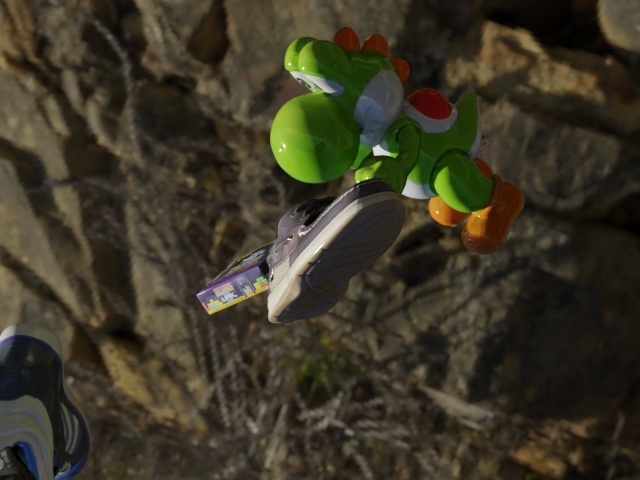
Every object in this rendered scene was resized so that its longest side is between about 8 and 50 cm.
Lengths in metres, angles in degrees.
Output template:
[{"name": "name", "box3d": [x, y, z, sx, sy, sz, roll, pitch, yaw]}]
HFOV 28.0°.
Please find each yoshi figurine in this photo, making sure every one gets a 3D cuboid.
[{"name": "yoshi figurine", "box3d": [0.072, -0.101, 1.602, 0.362, 0.203, 0.203, 35, 137, -30]}]

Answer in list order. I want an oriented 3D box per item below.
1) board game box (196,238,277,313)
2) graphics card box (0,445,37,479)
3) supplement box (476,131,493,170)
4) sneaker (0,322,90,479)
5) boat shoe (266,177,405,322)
[{"name": "board game box", "box3d": [-0.117, 0.055, 2.263, 0.170, 0.048, 0.141, -25, -168, 40]}, {"name": "graphics card box", "box3d": [-0.455, 0.408, 1.431, 0.094, 0.371, 0.233, 60, 165, -26]}, {"name": "supplement box", "box3d": [0.221, -0.111, 1.877, 0.036, 0.098, 0.062, -18, -149, -24]}, {"name": "sneaker", "box3d": [-0.399, 0.294, 1.734, 0.130, 0.323, 0.236, 2, -136, 1]}, {"name": "boat shoe", "box3d": [0.000, 0.000, 1.336, 0.103, 0.092, 0.285, -12, 160, -23]}]
